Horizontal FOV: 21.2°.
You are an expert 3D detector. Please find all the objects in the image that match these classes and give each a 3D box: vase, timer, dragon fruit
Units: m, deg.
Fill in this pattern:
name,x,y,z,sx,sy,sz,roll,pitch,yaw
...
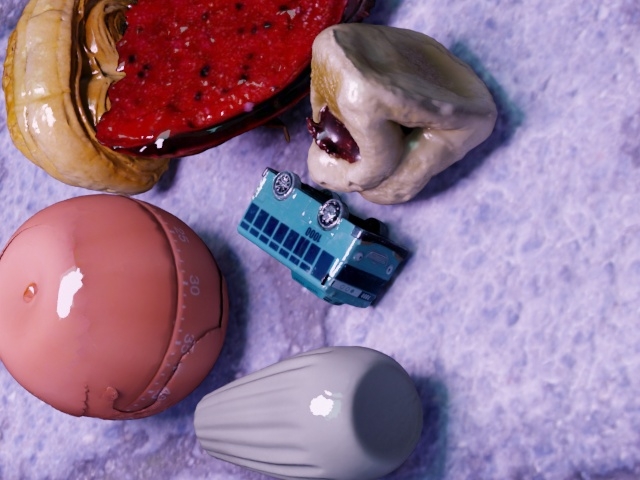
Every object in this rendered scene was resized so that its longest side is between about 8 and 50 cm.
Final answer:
name,x,y,z,sx,sy,sz,roll,pitch,yaw
vase,-0.022,0.167,1.595,0.248,0.128,0.128,-11,68,48
timer,-0.214,0.068,1.733,0.230,0.215,0.229,-17,66,43
dragon fruit,-0.070,-0.215,1.764,0.282,0.100,0.343,3,62,25

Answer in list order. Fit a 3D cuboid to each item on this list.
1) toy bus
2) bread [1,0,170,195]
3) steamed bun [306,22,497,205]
name,x,y,z,sx,sy,sz,roll,pitch,yaw
toy bus,0.000,0.000,1.658,0.160,0.079,0.091,33,97,43
bread,-0.249,-0.164,1.848,0.120,0.198,0.236,-20,64,41
steamed bun,0.057,-0.107,1.607,0.155,0.172,0.141,-63,34,30
